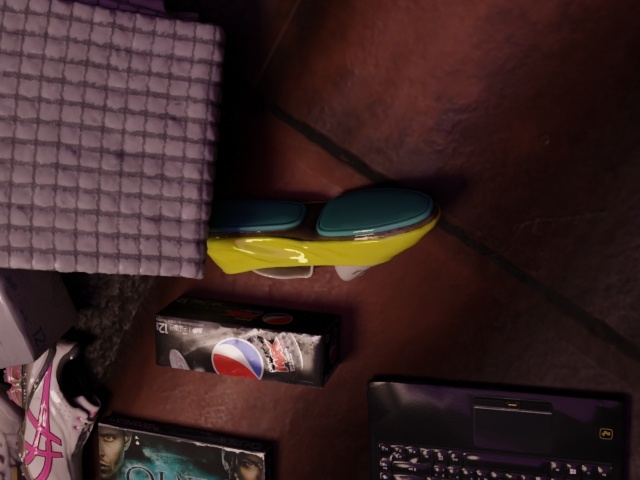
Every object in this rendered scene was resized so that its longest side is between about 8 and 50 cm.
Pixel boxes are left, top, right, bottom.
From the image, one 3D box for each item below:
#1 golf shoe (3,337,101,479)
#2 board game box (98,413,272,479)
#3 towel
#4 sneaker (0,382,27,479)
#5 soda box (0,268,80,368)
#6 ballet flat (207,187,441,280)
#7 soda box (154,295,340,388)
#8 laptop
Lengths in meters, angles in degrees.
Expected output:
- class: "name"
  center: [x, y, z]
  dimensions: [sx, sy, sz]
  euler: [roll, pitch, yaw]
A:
- class: "golf shoe"
  center: [-0.267, 0.190, 0.995]
  dimensions: [0.086, 0.067, 0.186]
  euler: [-4, 103, 17]
- class: "board game box"
  center: [-0.140, 0.254, 0.993]
  dimensions: [0.186, 0.026, 0.126]
  euler: [6, 107, 16]
- class: "towel"
  center: [-0.229, -0.092, 0.808]
  dimensions: [0.283, 0.121, 0.235]
  euler: [3, 90, -22]
- class: "sneaker"
  center: [-0.343, 0.253, 1.012]
  dimensions: [0.087, 0.092, 0.229]
  euler: [-7, 106, 1]
- class: "soda box"
  center: [-0.339, -0.020, 0.907]
  dimensions: [0.098, 0.091, 0.286]
  euler: [-12, 110, 22]
- class: "ballet flat"
  center: [0.000, 0.000, 0.861]
  dimensions: [0.231, 0.077, 0.077]
  euler: [-2, 125, 21]
- class: "soda box"
  center: [-0.069, 0.094, 0.907]
  dimensions: [0.168, 0.060, 0.053]
  euler: [5, 107, 16]
- class: "laptop"
  center: [0.142, 0.275, 0.847]
  dimensions: [0.234, 0.136, 0.264]
  euler: [2, 105, 17]
